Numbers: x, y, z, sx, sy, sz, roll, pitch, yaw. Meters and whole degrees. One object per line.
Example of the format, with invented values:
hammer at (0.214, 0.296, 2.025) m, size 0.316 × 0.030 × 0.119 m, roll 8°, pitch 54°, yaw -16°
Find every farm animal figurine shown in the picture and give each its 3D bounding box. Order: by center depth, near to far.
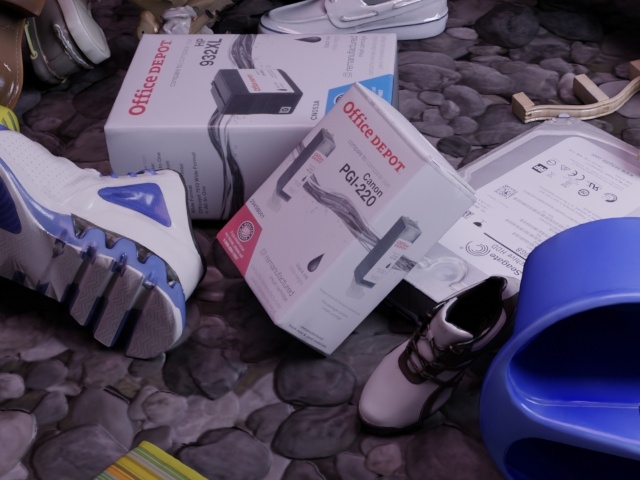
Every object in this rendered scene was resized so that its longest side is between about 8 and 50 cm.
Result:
farm animal figurine at (-0.245, -0.382, 1.662) m, size 0.172 × 0.327 × 0.330 m, roll -26°, pitch 37°, yaw 24°

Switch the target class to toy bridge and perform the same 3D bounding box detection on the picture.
toy bridge at (0.330, -0.176, 1.561) m, size 0.188 × 0.026 × 0.063 m, roll -17°, pitch 43°, yaw -16°

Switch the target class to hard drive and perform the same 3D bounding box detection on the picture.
hard drive at (0.223, -0.006, 1.329) m, size 0.339 × 0.064 × 0.237 m, roll -29°, pitch 45°, yaw -27°

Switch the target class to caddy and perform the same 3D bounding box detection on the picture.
caddy at (0.299, 0.120, 1.027) m, size 0.341 × 0.241 × 0.179 m, roll 1°, pitch 32°, yaw 7°

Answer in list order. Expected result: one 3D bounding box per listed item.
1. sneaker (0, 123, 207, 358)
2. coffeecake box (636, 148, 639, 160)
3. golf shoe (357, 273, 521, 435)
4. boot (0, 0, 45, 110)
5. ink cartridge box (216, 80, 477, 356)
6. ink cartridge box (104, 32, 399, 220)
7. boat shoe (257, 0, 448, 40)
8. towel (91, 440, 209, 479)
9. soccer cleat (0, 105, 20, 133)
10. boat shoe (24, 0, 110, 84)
sneaker at (-0.242, -0.024, 1.313) m, size 0.315 × 0.127 × 0.182 m, roll 37°, pitch 33°, yaw 1°
coffeecake box at (0.446, -0.095, 1.359) m, size 0.142 × 0.068 × 0.185 m, roll 29°, pitch 24°, yaw 33°
golf shoe at (0.103, 0.094, 1.142) m, size 0.198 × 0.094 × 0.077 m, roll -40°, pitch 57°, yaw 5°
boot at (-0.458, -0.237, 1.628) m, size 0.109 × 0.283 × 0.220 m, roll 23°, pitch -7°, yaw -34°
ink cartridge box at (0.023, -0.023, 1.251) m, size 0.218 × 0.092 × 0.158 m, roll -46°, pitch 45°, yaw 8°
ink cartridge box at (-0.068, -0.133, 1.454) m, size 0.307 × 0.129 × 0.223 m, roll 0°, pitch 37°, yaw 6°
boat shoe at (0.042, -0.315, 1.711) m, size 0.258 × 0.084 × 0.095 m, roll -9°, pitch 39°, yaw -6°
towel at (-0.202, 0.259, 1.071) m, size 0.102 × 0.021 × 0.237 m, roll 24°, pitch 47°, yaw 38°
soccer cleat at (-0.357, -0.054, 1.440) m, size 0.121 × 0.093 × 0.289 m, roll 20°, pitch 29°, yaw -20°
boat shoe at (-0.362, -0.313, 1.726) m, size 0.091 × 0.109 × 0.305 m, roll -34°, pitch 41°, yaw 6°
